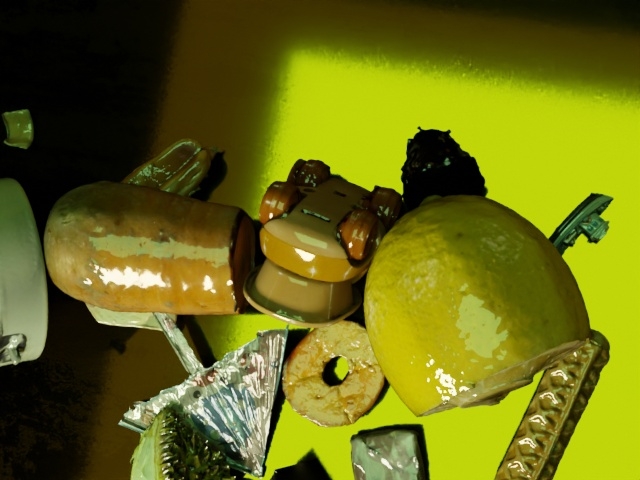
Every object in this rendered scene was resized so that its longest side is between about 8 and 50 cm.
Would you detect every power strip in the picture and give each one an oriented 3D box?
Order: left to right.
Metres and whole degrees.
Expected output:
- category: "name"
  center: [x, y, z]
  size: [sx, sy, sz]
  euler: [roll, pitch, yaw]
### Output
- category: "power strip"
  center: [-0.600, 0.068, 1.684]
  size: [0.162, 0.357, 0.357]
  euler: [-8, 82, -30]

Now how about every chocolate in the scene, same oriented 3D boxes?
- category: "chocolate"
  center: [0.202, -0.133, 1.661]
  size: [0.156, 0.156, 0.133]
  euler: [-18, 52, 10]

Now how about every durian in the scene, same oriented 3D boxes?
- category: "durian"
  center: [-0.240, 0.494, 1.718]
  size: [0.198, 0.163, 0.394]
  euler: [-21, 79, 50]

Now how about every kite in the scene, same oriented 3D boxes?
- category: "kite"
  center: [-0.198, 0.270, 1.724]
  size: [0.406, 0.014, 0.368]
  euler: [-31, 91, 20]

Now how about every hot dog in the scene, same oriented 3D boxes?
- category: "hot dog"
  center: [-0.302, -0.096, 1.779]
  size: [0.270, 0.072, 0.109]
  euler: [-35, 81, 9]

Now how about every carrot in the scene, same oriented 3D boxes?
- category: "carrot"
  center: [-0.290, 0.016, 1.643]
  size: [0.341, 0.224, 0.224]
  euler: [5, 87, 7]

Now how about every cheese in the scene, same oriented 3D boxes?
- category: "cheese"
  center: [-0.590, -0.209, 1.865]
  size: [0.060, 0.041, 0.084]
  euler: [-7, 69, 4]

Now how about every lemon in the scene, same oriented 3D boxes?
- category: "lemon"
  center: [0.227, 0.091, 1.517]
  size: [0.364, 0.364, 0.364]
  euler: [-1, 85, 12]

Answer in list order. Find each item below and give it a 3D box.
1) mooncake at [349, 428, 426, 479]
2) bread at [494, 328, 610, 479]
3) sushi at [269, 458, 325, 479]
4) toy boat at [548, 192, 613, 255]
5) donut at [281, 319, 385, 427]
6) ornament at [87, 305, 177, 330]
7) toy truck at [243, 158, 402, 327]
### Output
- category: "mooncake"
  center: [0.116, 0.391, 1.649]
  size: [0.125, 0.073, 0.129]
  euler: [-9, 82, 14]
- category: "bread"
  center: [0.380, 0.314, 1.596]
  size: [0.077, 0.084, 0.367]
  euler: [29, 94, 53]
- category: "sushi"
  center: [-0.058, 0.497, 1.638]
  size: [0.150, 0.153, 0.172]
  euler: [-39, 69, 20]
- category: "toy boat"
  center: [0.446, -0.021, 1.617]
  size: [0.140, 0.059, 0.066]
  euler: [-48, 66, 3]
- category: "donut"
  center: [0.029, 0.233, 1.682]
  size: [0.174, 0.074, 0.190]
  euler: [21, 86, 14]
- category: "ornament"
  center: [-0.322, 0.097, 1.776]
  size: [0.201, 0.059, 0.180]
  euler: [-40, 81, 5]
- category: "toy truck"
  center: [0.000, 0.000, 1.617]
  size: [0.204, 0.288, 0.211]
  euler: [21, 115, 12]
